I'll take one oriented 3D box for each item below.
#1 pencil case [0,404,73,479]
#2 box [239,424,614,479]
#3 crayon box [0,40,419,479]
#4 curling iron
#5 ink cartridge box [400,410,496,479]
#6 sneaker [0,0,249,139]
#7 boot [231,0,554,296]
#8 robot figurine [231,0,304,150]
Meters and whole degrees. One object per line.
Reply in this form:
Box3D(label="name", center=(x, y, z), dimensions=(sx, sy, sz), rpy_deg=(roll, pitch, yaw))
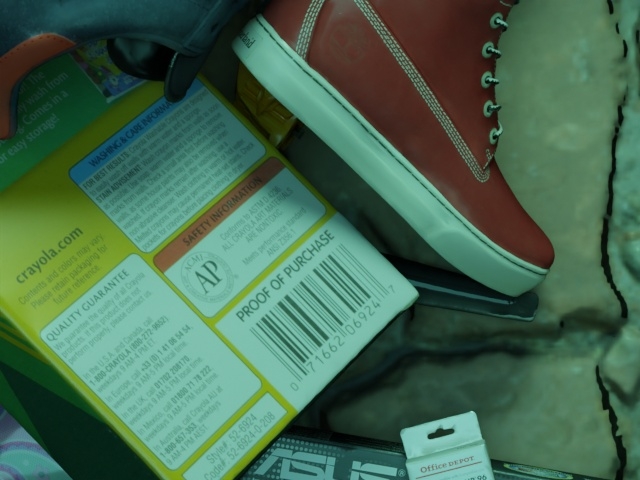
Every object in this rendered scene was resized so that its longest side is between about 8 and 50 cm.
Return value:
Box3D(label="pencil case", center=(-0.208, 0.136, 1.137), dimensions=(0.284, 0.124, 0.124), rpy_deg=(-22, 89, 3))
Box3D(label="box", center=(0.066, 0.235, 1.146), dimensions=(0.270, 0.060, 0.216), rpy_deg=(10, 92, 4))
Box3D(label="crayon box", center=(-0.129, -0.014, 1.056), dimensions=(0.323, 0.083, 0.203), rpy_deg=(46, 53, 2))
Box3D(label="curling iron", center=(0.000, 0.000, 1.160), dimensions=(0.274, 0.035, 0.068), rpy_deg=(19, 92, 4))
Box3D(label="ink cartridge box", center=(0.077, 0.144, 1.100), dimensions=(0.048, 0.028, 0.083), rpy_deg=(-15, 89, 4))
Box3D(label="sneaker", center=(-0.061, -0.164, 1.019), dimensions=(0.350, 0.131, 0.148), rpy_deg=(-25, 114, -16))
Box3D(label="boot", center=(0.093, -0.091, 1.085), dimensions=(0.176, 0.088, 0.244), rpy_deg=(-44, 119, 6))
Box3D(label="robot figurine", center=(0.006, -0.211, 1.132), dimensions=(0.211, 0.085, 0.291), rpy_deg=(38, 94, 2))
